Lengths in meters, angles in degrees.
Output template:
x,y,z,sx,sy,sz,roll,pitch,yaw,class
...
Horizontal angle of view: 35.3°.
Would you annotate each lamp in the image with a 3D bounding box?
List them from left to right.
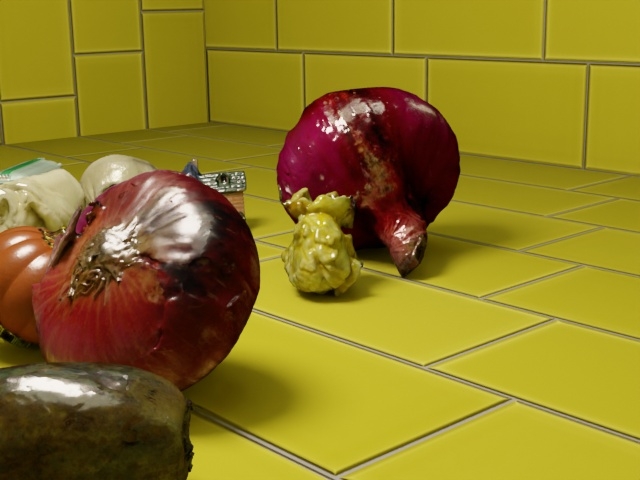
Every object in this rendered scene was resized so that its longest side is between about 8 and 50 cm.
x,y,z,sx,sy,sz,roll,pitch,yaw,class
-0.433,0.073,1.581,0.223,0.196,0.223,37,3,-2,lamp

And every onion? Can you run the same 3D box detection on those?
x,y,z,sx,sy,sz,roll,pitch,yaw,class
-0.224,0.080,1.415,0.347,0.347,0.285,8,-28,34,onion
0.124,-0.108,2.059,0.398,0.398,0.420,-5,36,-18,onion

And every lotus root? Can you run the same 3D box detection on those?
x,y,z,sx,sy,sz,roll,pitch,yaw,class
-0.276,0.211,1.085,0.275,0.152,0.160,-3,22,-3,lotus root

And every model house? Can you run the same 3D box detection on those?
x,y,z,sx,sy,sz,roll,pitch,yaw,class
-0.265,-0.104,2.369,0.183,0.172,0.166,-2,12,-7,model house

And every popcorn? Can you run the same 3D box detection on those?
x,y,z,sx,sy,sz,roll,pitch,yaw,class
-0.001,0.002,1.848,0.173,0.195,0.168,6,6,7,popcorn

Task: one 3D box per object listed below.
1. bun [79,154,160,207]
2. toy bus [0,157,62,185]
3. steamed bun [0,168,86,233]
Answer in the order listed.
x,y,z,sx,sy,sz,roll,pitch,yaw,class
-0.420,-0.071,2.174,0.231,0.231,0.133,-2,31,-6,bun
-0.704,-0.099,2.391,0.133,0.165,0.276,-1,13,6,toy bus
-0.580,0.010,1.850,0.320,0.206,0.275,-27,0,8,steamed bun
